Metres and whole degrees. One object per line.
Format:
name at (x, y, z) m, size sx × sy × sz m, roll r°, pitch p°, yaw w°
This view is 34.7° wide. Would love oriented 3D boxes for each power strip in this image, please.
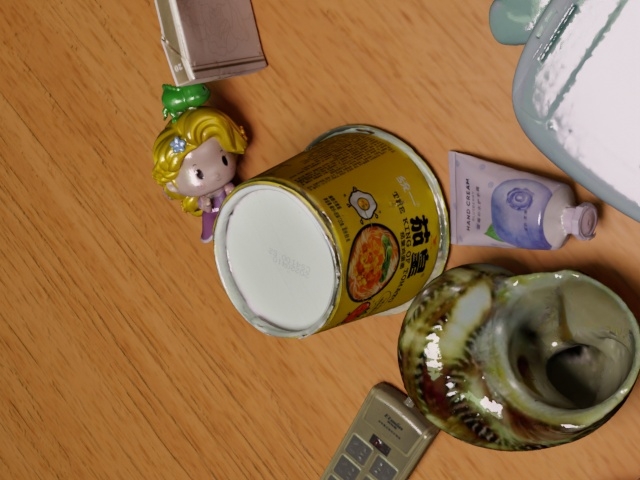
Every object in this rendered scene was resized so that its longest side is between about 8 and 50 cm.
power strip at (0.056, 0.209, 0.999) m, size 0.076 × 0.028 × 0.168 m, roll 38°, pitch 122°, yaw 21°

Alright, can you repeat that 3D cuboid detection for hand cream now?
hand cream at (0.160, -0.025, 0.847) m, size 0.142 × 0.053 × 0.084 m, roll 13°, pitch 112°, yaw 42°

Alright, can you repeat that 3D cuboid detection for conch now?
conch at (0.158, 0.087, 0.838) m, size 0.187 × 0.124 × 0.181 m, roll -38°, pitch 71°, yaw 13°

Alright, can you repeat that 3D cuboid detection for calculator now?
calculator at (0.246, -0.112, 0.760) m, size 0.299 × 0.041 × 0.185 m, roll 41°, pitch 123°, yaw 16°

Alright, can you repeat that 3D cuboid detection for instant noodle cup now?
instant noodle cup at (0.000, 0.000, 0.898) m, size 0.182 × 0.144 × 0.182 m, roll 13°, pitch 112°, yaw 34°

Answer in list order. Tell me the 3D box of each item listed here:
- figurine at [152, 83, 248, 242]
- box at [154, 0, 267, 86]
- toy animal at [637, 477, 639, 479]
figurine at (-0.125, -0.082, 1.001) m, size 0.115 × 0.095 × 0.156 m, roll 10°, pitch 130°, yaw 54°
box at (-0.113, -0.244, 0.926) m, size 0.029 × 0.109 × 0.198 m, roll -8°, pitch 99°, yaw 36°
toy animal at (0.291, 0.259, 0.825) m, size 0.188 × 0.089 × 0.179 m, roll 16°, pitch 130°, yaw 30°
